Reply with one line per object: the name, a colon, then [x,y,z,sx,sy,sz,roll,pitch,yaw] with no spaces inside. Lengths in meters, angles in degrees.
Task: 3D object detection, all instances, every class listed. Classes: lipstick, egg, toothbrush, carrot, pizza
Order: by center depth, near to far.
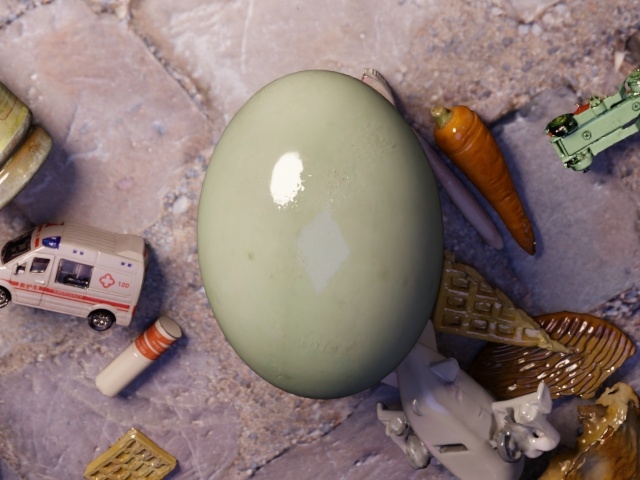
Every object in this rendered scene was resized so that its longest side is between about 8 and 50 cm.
egg: [0.000,0.000,1.199,0.276,0.276,0.389,-2,118,-4]
toothbrush: [0.141,-0.094,1.304,0.025,0.030,0.307,-29,120,24]
carrot: [0.212,-0.071,1.304,0.061,0.061,0.257,-33,120,13]
lipstick: [-0.238,0.152,1.400,0.130,0.038,0.038,-42,114,17]
pizza: [0.370,0.448,1.551,0.435,0.080,0.392,-45,125,2]

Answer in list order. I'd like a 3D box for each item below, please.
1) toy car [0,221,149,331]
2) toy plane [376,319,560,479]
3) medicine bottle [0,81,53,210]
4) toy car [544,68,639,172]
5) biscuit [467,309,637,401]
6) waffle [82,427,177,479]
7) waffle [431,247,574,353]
toy car: [-0.315,0.031,1.299,0.209,0.089,0.108,13,117,-14]
toy plane: [0.181,0.226,1.400,0.266,0.123,0.267,17,139,15]
medicine bottle: [-0.449,-0.167,1.141,0.151,0.151,0.322,-38,115,16]
toy car: [0.340,-0.145,1.273,0.143,0.054,0.073,-32,115,11]
biscuit: [0.304,0.177,1.461,0.228,0.031,0.176,-40,114,16]
waffle: [-0.276,0.327,1.506,0.135,0.021,0.092,-39,116,15]
waffle: [0.244,0.081,1.384,0.190,0.032,0.125,9,116,4]
